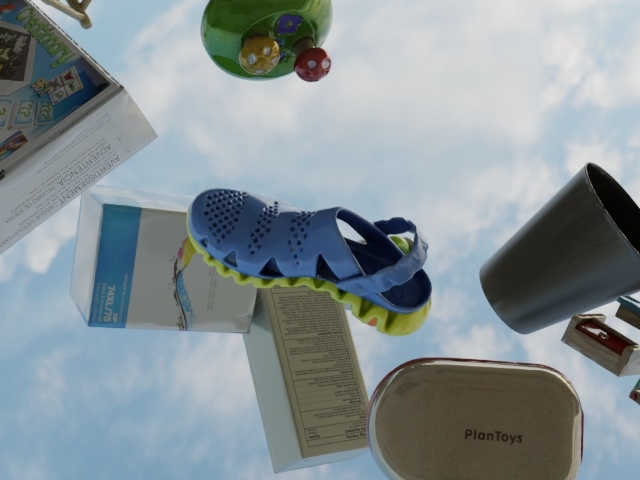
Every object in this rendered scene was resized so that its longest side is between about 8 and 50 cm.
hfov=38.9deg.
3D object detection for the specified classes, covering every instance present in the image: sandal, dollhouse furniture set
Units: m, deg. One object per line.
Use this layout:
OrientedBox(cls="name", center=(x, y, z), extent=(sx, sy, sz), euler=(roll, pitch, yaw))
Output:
OrientedBox(cls="sandal", center=(0.000, 0.000, 1.067), extent=(0.318, 0.138, 0.126), euler=(17, -127, -6))
OrientedBox(cls="dollhouse furniture set", center=(0.373, 0.103, 1.015), extent=(0.184, 0.129, 0.129), euler=(34, -70, 39))

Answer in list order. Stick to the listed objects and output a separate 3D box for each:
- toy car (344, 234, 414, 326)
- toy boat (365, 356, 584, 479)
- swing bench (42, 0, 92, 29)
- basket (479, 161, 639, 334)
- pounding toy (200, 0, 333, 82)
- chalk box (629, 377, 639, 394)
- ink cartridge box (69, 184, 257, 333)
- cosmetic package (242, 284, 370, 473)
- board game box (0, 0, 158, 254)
OrientedBox(cls="toy car", center=(0.121, 0.081, 1.684), extent=(0.159, 0.182, 0.136), euler=(0, -142, -39))
OrientedBox(cls="toy boat", center=(0.165, 0.206, 1.004), extent=(0.231, 0.151, 0.150), euler=(5, -97, -1))
OrientedBox(cls="swing bench", center=(-0.455, -0.475, 1.335), extent=(0.255, 0.253, 0.165), euler=(38, -82, 26))
OrientedBox(cls="basket", center=(0.359, 0.029, 1.329), extent=(0.227, 0.204, 0.154), euler=(-37, -178, 31))
OrientedBox(cls="pounding toy", center=(-0.059, -0.271, 1.165), extent=(0.183, 0.236, 0.110), euler=(-23, -124, -3))
OrientedBox(cls="chalk box", center=(0.563, 0.216, 1.333), extent=(0.213, 0.132, 0.132), euler=(-13, -133, -33))
OrientedBox(cls="ink cartridge box", center=(-0.254, 0.030, 1.499), extent=(0.270, 0.197, 0.198), euler=(5, -170, -24))
OrientedBox(cls="cosmetic package", center=(-0.024, 0.218, 1.526), extent=(0.160, 0.113, 0.309), euler=(0, -114, -32))
OrientedBox(cls="board game box", center=(-0.268, -0.094, 0.707), extent=(0.193, 0.053, 0.305), euler=(-38, -140, -8))
